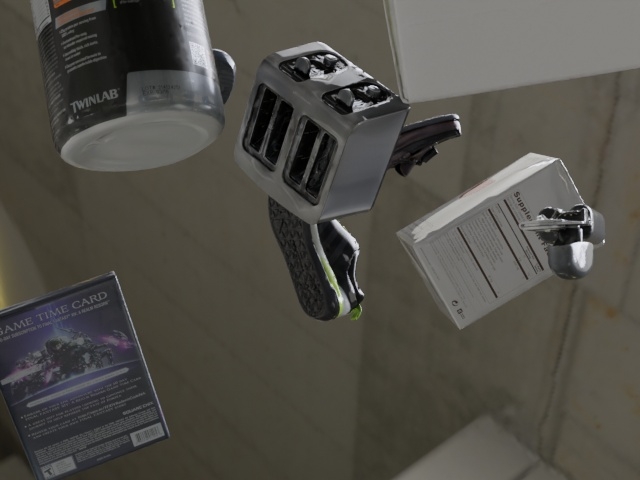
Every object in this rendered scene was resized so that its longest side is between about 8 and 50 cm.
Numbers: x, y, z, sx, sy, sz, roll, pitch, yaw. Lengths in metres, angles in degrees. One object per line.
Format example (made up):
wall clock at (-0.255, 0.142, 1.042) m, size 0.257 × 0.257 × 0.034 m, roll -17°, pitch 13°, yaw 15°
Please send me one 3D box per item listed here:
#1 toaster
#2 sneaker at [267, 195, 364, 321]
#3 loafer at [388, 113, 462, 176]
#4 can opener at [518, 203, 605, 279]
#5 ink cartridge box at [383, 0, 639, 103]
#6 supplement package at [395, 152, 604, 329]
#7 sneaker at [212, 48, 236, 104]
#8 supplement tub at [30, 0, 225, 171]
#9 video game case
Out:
toaster at (-0.003, -0.123, 1.402) m, size 0.168 × 0.110 × 0.186 m, roll 41°, pitch -52°, yaw 30°
sneaker at (0.000, 0.000, 1.609) m, size 0.084 × 0.097 × 0.235 m, roll -15°, pitch -91°, yaw 51°
loafer at (0.120, -0.141, 2.124) m, size 0.109 × 0.302 × 0.095 m, roll 66°, pitch 6°, yaw -83°
can opener at (0.309, 0.004, 1.459) m, size 0.076 × 0.283 × 0.095 m, roll -4°, pitch -94°, yaw 20°
ink cartridge box at (0.233, -0.262, 1.313) m, size 0.285 × 0.395 × 0.166 m, roll -9°, pitch -82°, yaw 11°
supplement package at (0.310, -0.005, 2.049) m, size 0.175 × 0.293 × 0.177 m, roll 60°, pitch -2°, yaw -10°
sneaker at (-0.235, -0.304, 2.302) m, size 0.112 × 0.131 × 0.319 m, roll 23°, pitch -32°, yaw -12°
supplement tub at (-0.226, -0.252, 1.318) m, size 0.193 × 0.193 × 0.316 m, roll -34°, pitch -116°, yaw 59°
video game case at (-0.337, 0.194, 1.610) m, size 0.026 × 0.196 × 0.274 m, roll -132°, pitch -155°, yaw -61°
